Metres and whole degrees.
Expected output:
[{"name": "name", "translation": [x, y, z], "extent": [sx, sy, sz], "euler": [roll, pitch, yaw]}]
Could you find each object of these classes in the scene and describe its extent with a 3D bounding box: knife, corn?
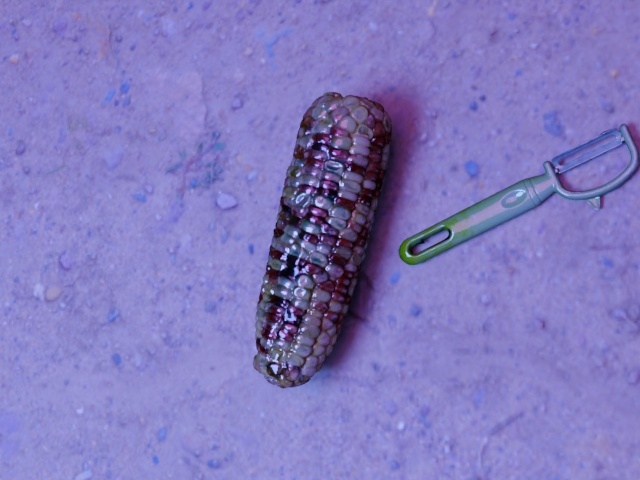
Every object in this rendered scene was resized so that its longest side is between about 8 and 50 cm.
[{"name": "knife", "translation": [0.161, -0.024, 0.792], "extent": [0.212, 0.015, 0.054], "euler": [-26, 78, 17]}, {"name": "corn", "translation": [0.000, 0.000, 0.822], "extent": [0.086, 0.086, 0.254], "euler": [12, 87, 26]}]
